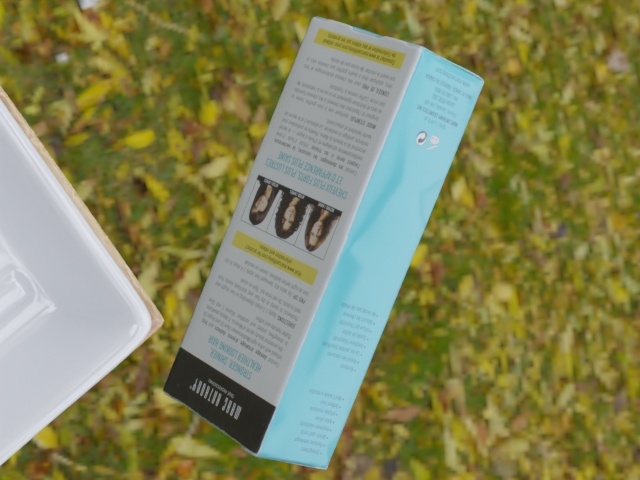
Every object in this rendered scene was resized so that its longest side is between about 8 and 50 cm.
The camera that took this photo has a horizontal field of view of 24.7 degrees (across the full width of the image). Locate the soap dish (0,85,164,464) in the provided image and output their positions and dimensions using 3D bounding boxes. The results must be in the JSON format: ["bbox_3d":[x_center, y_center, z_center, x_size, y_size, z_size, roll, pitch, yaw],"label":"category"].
[{"bbox_3d":[-0.285,0.021,1.079,0.229,0.118,0.290,-41,119,-18],"label":"soap dish"}]

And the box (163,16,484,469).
[{"bbox_3d":[0.000,0.000,0.849,0.060,0.100,0.244,19,95,-43],"label":"box"}]
